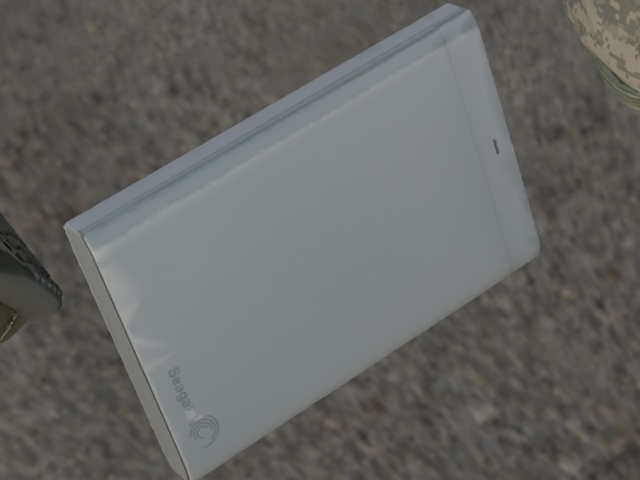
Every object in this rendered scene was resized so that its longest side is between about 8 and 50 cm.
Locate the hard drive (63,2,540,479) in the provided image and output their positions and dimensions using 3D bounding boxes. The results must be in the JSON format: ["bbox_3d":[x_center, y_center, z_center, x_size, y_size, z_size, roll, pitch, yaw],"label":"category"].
[{"bbox_3d":[0.000,0.000,1.184,0.307,0.203,0.040,-32,32,-20],"label":"hard drive"}]

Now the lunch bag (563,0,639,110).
[{"bbox_3d":[0.302,-0.280,1.419,0.212,0.305,0.256,5,44,10],"label":"lunch bag"}]

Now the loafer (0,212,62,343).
[{"bbox_3d":[-0.188,0.007,0.744,0.087,0.251,0.094,-41,67,-2],"label":"loafer"}]
